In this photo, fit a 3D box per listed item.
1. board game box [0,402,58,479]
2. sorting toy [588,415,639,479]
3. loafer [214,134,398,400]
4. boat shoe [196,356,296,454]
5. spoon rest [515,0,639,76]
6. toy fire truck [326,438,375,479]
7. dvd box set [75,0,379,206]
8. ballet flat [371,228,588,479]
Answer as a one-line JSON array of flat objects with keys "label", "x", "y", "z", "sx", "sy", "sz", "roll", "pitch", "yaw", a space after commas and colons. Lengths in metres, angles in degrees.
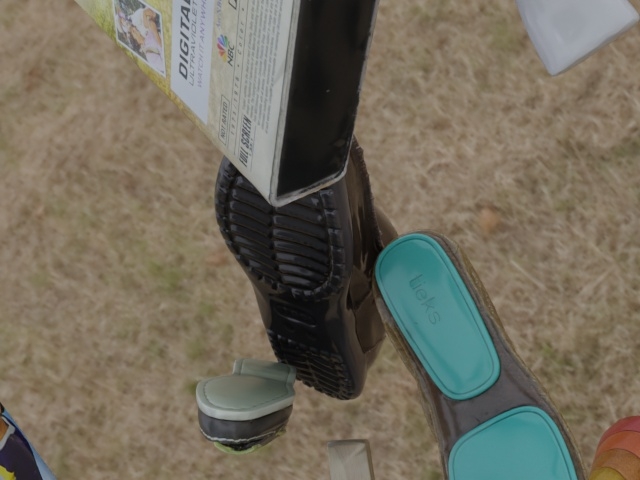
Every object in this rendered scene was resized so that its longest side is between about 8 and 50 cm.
[{"label": "board game box", "x": -0.191, "y": 0.135, "z": 0.304, "sx": 0.086, "sy": 0.302, "sz": 0.308, "roll": -32, "pitch": 7, "yaw": 18}, {"label": "sorting toy", "x": 0.382, "y": 0.333, "z": 1.004, "sx": 0.365, "sy": 0.126, "sz": 0.127, "roll": 49, "pitch": 126, "yaw": 30}, {"label": "loafer", "x": 0.000, "y": 0.000, "z": 0.946, "sx": 0.133, "sy": 0.366, "sz": 0.130, "roll": 22, "pitch": 57, "yaw": 21}, {"label": "boat shoe", "x": -0.063, "y": 0.155, "z": 0.917, "sx": 0.081, "sy": 0.228, "sz": 0.069, "roll": 11, "pitch": 93, "yaw": 7}, {"label": "spoon rest", "x": 0.098, "y": -0.148, "z": 0.420, "sx": 0.137, "sy": 0.276, "sz": 0.084, "roll": -34, "pitch": 77, "yaw": 5}, {"label": "toy fire truck", "x": -0.021, "y": 0.331, "z": 0.997, "sx": 0.217, "sy": 0.158, "sz": 0.246, "roll": 5, "pitch": 51, "yaw": 5}, {"label": "dvd box set", "x": -0.111, "y": -0.261, "z": 0.616, "sx": 0.062, "sy": 0.308, "sz": 0.420, "roll": -23, "pitch": 52, "yaw": -31}, {"label": "ballet flat", "x": 0.143, "y": 0.150, "z": 0.869, "sx": 0.116, "sy": 0.124, "sz": 0.342, "roll": -30, "pitch": 68, "yaw": 11}]
